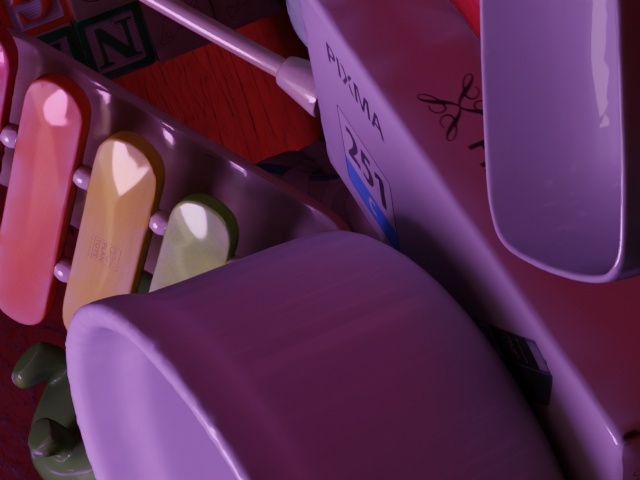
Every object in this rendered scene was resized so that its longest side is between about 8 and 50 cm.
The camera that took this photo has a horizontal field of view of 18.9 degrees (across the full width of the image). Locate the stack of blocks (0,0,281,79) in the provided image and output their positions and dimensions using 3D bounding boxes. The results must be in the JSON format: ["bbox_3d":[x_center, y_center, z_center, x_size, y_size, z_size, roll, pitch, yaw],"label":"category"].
[{"bbox_3d":[-0.192,-0.174,1.173,0.087,0.297,0.171,-136,27,-61],"label":"stack of blocks"}]

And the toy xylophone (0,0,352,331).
[{"bbox_3d":[-0.109,-0.031,1.081,0.322,0.081,0.236,24,131,18],"label":"toy xylophone"}]

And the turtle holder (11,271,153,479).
[{"bbox_3d":[-0.131,0.158,1.696,0.227,0.243,0.320,53,165,-25],"label":"turtle holder"}]

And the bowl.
[{"bbox_3d":[0.097,-0.061,0.642,0.142,0.053,0.142,-156,61,-76],"label":"bowl"}]

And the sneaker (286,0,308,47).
[{"bbox_3d":[-0.045,-0.158,0.914,0.094,0.151,0.256,58,167,30],"label":"sneaker"}]

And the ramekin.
[{"bbox_3d":[0.005,0.130,0.886,0.277,0.135,0.277,50,154,35],"label":"ramekin"}]

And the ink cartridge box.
[{"bbox_3d":[0.079,-0.033,0.816,0.296,0.066,0.261,58,166,36],"label":"ink cartridge box"}]

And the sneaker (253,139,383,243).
[{"bbox_3d":[0.000,0.000,1.160,0.228,0.092,0.087,27,137,70],"label":"sneaker"}]
